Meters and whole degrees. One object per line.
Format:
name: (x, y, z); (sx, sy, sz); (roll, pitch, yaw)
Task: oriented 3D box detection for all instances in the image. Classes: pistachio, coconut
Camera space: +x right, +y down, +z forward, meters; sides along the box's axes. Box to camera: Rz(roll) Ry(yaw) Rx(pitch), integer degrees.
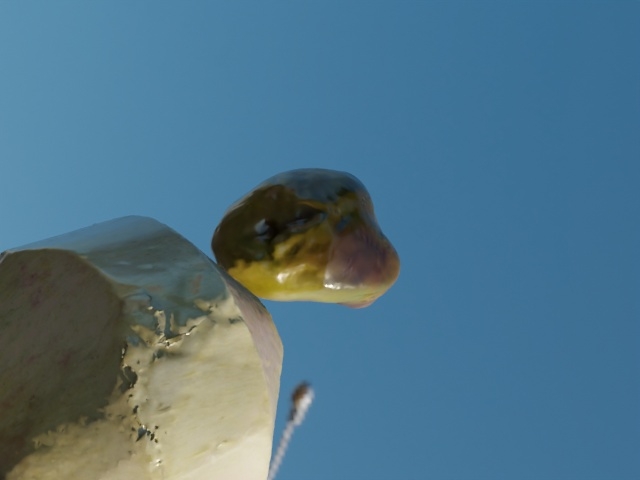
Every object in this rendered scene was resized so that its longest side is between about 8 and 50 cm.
pistachio: (0.001, -0.003, 1.133); (0.100, 0.189, 0.110); (-3, -99, 45)
coconut: (-0.134, 0.106, 0.948); (0.259, 0.259, 0.259); (16, -71, 56)
